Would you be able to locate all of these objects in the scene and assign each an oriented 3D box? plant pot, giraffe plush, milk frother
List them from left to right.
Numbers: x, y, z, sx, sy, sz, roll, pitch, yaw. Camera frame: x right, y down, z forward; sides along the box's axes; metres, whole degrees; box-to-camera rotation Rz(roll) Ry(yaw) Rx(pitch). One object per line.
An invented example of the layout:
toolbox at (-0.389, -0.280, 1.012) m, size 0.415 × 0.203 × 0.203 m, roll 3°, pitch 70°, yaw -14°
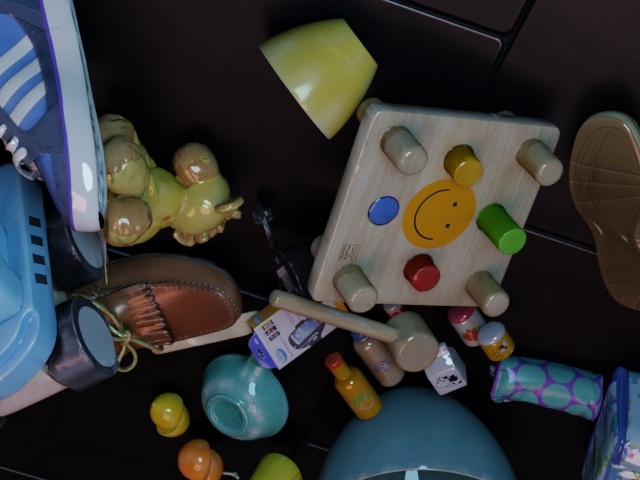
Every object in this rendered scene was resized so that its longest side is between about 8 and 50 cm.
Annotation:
giraffe plush at (-0.185, -0.055, 1.921) m, size 0.170 × 0.181 × 0.210 m, roll -8°, pitch 122°, yaw -14°
milk frother at (0.000, 0.000, 1.981) m, size 0.135 × 0.129 × 0.143 m, roll -22°, pitch 100°, yaw -19°
plant pot at (0.008, -0.196, 1.794) m, size 0.095 × 0.134 × 0.134 m, roll -37°, pitch 121°, yaw 5°
plant pot at (0.129, 0.314, 2.158) m, size 0.290 × 0.195 × 0.290 m, roll 0°, pitch 137°, yaw 0°

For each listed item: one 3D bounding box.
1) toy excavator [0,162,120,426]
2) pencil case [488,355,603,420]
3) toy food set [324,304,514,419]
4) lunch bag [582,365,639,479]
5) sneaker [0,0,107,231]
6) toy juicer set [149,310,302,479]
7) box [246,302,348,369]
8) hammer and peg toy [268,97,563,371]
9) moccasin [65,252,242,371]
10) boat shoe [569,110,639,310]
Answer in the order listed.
toy excavator at (-0.456, -0.037, 1.853) m, size 0.222 × 0.433 × 0.445 m, roll -23°, pitch 145°, yaw 15°
pencil case at (0.303, 0.198, 2.132) m, size 0.152 × 0.064 × 0.070 m, roll 12°, pitch 116°, yaw -3°
toy food set at (0.126, 0.133, 2.065) m, size 0.232 × 0.111 × 0.104 m, roll -24°, pitch 123°, yaw 19°
lunch bag at (0.409, 0.290, 2.129) m, size 0.090 × 0.176 × 0.219 m, roll 11°, pitch 130°, yaw 4°
sneaker at (-0.373, -0.146, 1.755) m, size 0.236 × 0.322 × 0.130 m, roll -11°, pitch 169°, yaw -4°
toy juicer set at (-0.141, 0.213, 2.201) m, size 0.209 × 0.089 × 0.329 m, roll 7°, pitch 121°, yaw 27°
box at (-0.034, 0.107, 2.071) m, size 0.136 × 0.028 × 0.081 m, roll -35°, pitch 126°, yaw -8°
hammer and peg toy at (0.110, 0.011, 1.851) m, size 0.266 × 0.127 × 0.361 m, roll 4°, pitch 120°, yaw -28°
moccasin at (-0.288, 0.103, 2.064) m, size 0.380 × 0.147 × 0.139 m, roll -3°, pitch 131°, yaw 9°
boat shoe at (0.371, -0.047, 1.907) m, size 0.105 × 0.089 × 0.285 m, roll 11°, pitch 135°, yaw 33°
